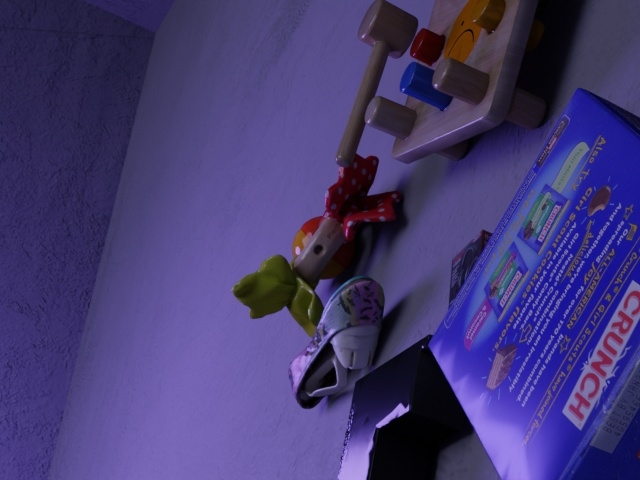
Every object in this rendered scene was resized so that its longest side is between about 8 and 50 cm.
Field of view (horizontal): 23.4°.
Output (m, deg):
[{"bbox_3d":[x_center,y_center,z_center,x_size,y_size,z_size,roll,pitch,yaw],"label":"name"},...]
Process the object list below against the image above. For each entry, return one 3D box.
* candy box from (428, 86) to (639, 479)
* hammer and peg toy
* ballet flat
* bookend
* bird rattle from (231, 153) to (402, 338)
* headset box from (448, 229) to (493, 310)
[{"bbox_3d":[0.224,0.059,1.187,0.268,0.122,0.317,-61,17,15],"label":"candy box"},{"bbox_3d":[0.149,-0.209,1.753,0.361,0.127,0.266,-22,50,67],"label":"hammer and peg toy"},{"bbox_3d":[0.023,0.130,1.812,0.221,0.077,0.079,125,142,-47],"label":"ballet flat"},{"bbox_3d":[0.087,0.195,1.512,0.157,0.072,0.156,-41,32,54],"label":"bookend"},{"bbox_3d":[0.000,0.000,1.953,0.253,0.143,0.207,-63,1,4],"label":"bird rattle"},{"bbox_3d":[0.160,0.035,1.566,0.062,0.032,0.083,-48,27,47],"label":"headset box"}]
